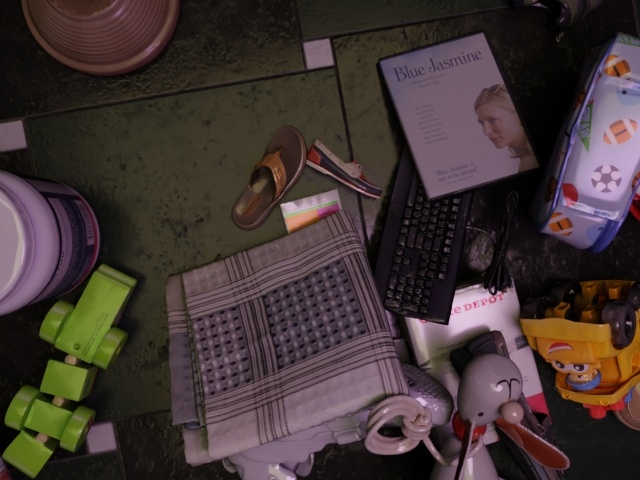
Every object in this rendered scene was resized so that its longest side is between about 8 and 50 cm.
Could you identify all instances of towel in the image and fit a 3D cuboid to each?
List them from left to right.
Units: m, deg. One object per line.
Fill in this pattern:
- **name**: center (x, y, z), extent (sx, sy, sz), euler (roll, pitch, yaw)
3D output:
- **towel**: center (-0.071, 0.126, 0.900), extent (0.324, 0.056, 0.312), euler (-21, 57, 9)

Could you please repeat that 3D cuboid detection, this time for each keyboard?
- **keyboard**: center (0.202, -0.027, 0.961), extent (0.202, 0.033, 0.317), euler (12, 73, 7)

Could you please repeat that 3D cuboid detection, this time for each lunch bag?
- **lunch bag**: center (0.397, -0.144, 0.917), extent (0.115, 0.243, 0.303), euler (21, 104, 10)

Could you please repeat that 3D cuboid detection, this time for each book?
- **book**: center (0.000, 0.000, 1.015), extent (0.096, 0.035, 0.144), euler (-15, 93, -4)

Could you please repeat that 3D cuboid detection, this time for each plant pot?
- **plant pot**: center (-0.335, -0.373, 0.950), extent (0.238, 0.110, 0.237), euler (0, 91, -3)

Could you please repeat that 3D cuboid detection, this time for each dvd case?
- **dvd case**: center (0.212, -0.195, 0.985), extent (0.181, 0.022, 0.252), euler (-17, 74, -2)

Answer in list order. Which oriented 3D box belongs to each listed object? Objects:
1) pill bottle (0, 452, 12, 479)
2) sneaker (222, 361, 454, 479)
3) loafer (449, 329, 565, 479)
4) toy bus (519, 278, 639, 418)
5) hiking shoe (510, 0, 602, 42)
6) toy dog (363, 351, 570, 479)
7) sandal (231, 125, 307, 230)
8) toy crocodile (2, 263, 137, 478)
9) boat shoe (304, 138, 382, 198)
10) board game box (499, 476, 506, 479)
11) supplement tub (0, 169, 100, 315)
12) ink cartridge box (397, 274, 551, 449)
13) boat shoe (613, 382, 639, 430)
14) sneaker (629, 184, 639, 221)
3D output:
- **pill bottle**: center (-0.541, 0.345, 0.955), extent (0.121, 0.121, 0.216), euler (-22, 92, -2)
- **sneaker**: center (0.008, 0.277, 0.946), extent (0.366, 0.137, 0.210), euler (6, 96, 19)
- **loafer**: center (0.289, 0.251, 0.906), extent (0.084, 0.096, 0.267), euler (-34, 93, -7)
- **toy bus**: center (0.405, 0.171, 0.948), extent (0.220, 0.150, 0.211), euler (-14, 101, -43)
- **hiking shoe**: center (0.330, -0.419, 0.989), extent (0.227, 0.086, 0.114), euler (45, 86, -4)
- **toy dog**: center (0.203, 0.318, 0.815), extent (0.220, 0.161, 0.333), euler (-26, 128, -8)
- **sandal**: center (-0.082, -0.096, 0.990), extent (0.072, 0.049, 0.180), euler (35, 92, 17)
- **toy crocodile**: center (-0.378, 0.200, 0.976), extent (0.115, 0.105, 0.340), euler (22, 86, -3)
- **boat shoe**: center (0.040, -0.110, 1.005), extent (0.137, 0.049, 0.043), euler (29, 94, 3)
- **board game box**: center (0.287, 0.531, 0.937), extent (0.318, 0.066, 0.318), euler (26, 52, -4)
- **supplement tub**: center (-0.431, 0.001, 0.874), extent (0.191, 0.272, 0.191), euler (0, 91, -2)
- **ink cartridge box**: center (0.232, 0.185, 0.995), extent (0.172, 0.100, 0.237), euler (-16, 93, -3)
- **boat shoe**: center (0.565, 0.145, 1.004), extent (0.122, 0.110, 0.341), euler (23, 90, -3)
- **sneaker**: center (0.508, -0.157, 1.003), extent (0.145, 0.090, 0.270), euler (-28, 95, -4)
